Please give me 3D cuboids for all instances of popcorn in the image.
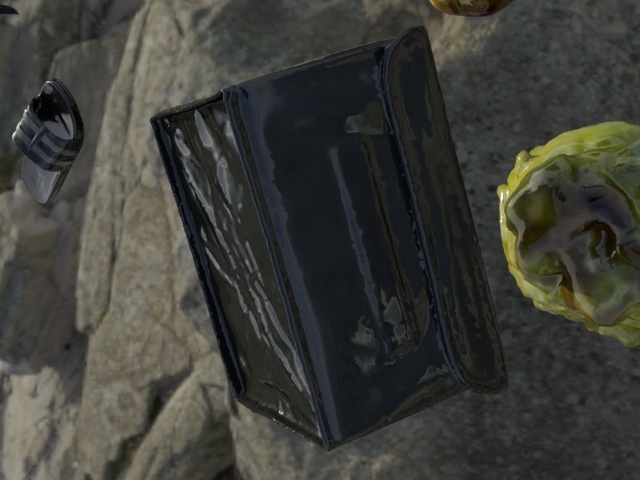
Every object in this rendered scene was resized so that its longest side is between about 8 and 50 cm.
[{"bbox_3d":[0.372,-0.009,1.171,0.312,0.312,0.312,-9,76,43],"label":"popcorn"}]

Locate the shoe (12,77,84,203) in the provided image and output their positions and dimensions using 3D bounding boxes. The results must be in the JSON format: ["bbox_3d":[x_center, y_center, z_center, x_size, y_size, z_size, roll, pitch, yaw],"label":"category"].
[{"bbox_3d":[-0.311,-0.098,0.994,0.071,0.049,0.179,47,136,11],"label":"shoe"}]

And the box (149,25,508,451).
[{"bbox_3d":[0.001,0.000,0.886,0.251,0.205,0.345,5,113,65],"label":"box"}]

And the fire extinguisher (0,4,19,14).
[{"bbox_3d":[-0.583,-0.232,1.307,0.344,0.102,0.138,-45,59,-4],"label":"fire extinguisher"}]

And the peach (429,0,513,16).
[{"bbox_3d":[0.183,-0.324,1.034,0.138,0.138,0.138,-9,76,43],"label":"peach"}]
